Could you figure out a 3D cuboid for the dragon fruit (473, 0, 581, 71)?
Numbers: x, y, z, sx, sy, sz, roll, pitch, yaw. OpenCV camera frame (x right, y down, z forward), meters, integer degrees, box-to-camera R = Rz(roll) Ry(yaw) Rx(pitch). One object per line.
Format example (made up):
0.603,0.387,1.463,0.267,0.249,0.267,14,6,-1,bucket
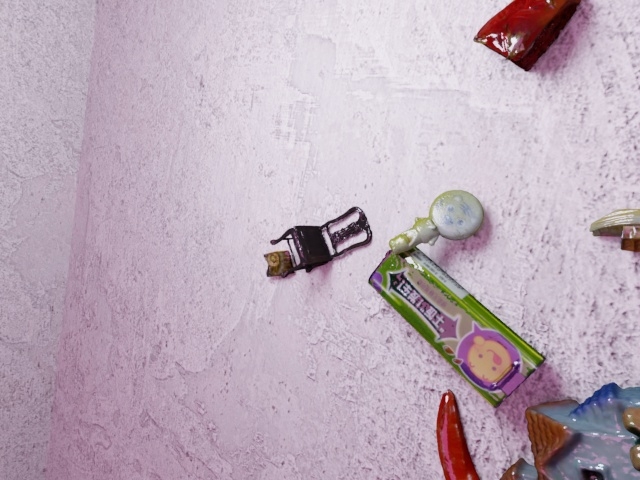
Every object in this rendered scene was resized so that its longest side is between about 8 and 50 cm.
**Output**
0.366,-0.399,0.716,0.120,0.127,0.161,47,116,18,dragon fruit

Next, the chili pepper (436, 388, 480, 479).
0.278,0.444,0.812,0.063,0.071,0.272,124,136,-69,chili pepper

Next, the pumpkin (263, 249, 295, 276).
-0.112,0.064,1.118,0.101,0.035,0.073,-5,98,33,pumpkin

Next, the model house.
0.416,0.378,0.611,0.329,0.252,0.295,-12,83,42,model house

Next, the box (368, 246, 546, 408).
0.256,0.152,0.808,0.345,0.097,0.134,44,106,28,box

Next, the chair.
0.000,0.000,0.992,0.229,0.113,0.106,-30,74,36,chair

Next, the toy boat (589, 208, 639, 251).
0.526,-0.012,0.629,0.172,0.065,0.066,8,81,41,toy boat

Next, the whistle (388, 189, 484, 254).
0.232,-0.027,0.811,0.198,0.057,0.104,-30,66,6,whistle
